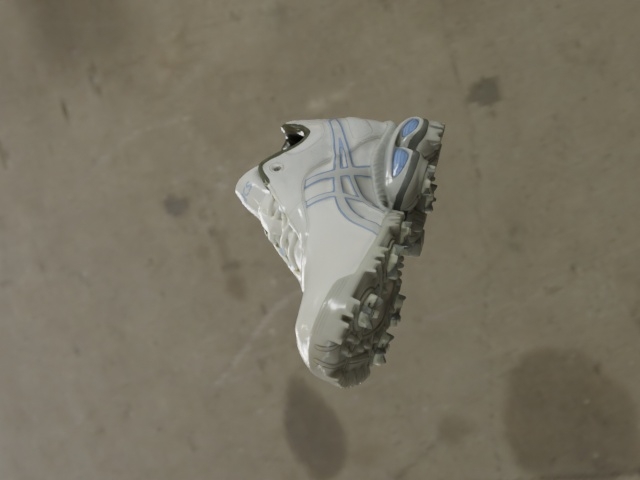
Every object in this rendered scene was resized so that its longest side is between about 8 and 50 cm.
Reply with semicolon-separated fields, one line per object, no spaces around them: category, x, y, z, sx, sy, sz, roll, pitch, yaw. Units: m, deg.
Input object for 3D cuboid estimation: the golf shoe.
golf shoe;0.000;0.000;0.662;0.086;0.176;0.069;12;121;6
